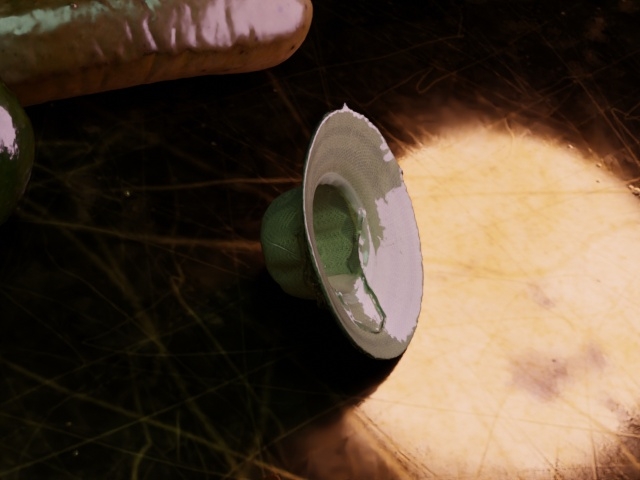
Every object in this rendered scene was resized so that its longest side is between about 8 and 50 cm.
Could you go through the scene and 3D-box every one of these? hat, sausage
[{"bbox_3d":[0.000,0.000,1.840,0.110,0.252,0.252,-12,43,27],"label":"hat"},{"bbox_3d":[-0.232,-0.209,1.924,0.501,0.136,0.123,-13,79,-26],"label":"sausage"}]

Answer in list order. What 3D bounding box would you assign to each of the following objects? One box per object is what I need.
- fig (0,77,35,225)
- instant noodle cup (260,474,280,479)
[{"bbox_3d":[-0.363,-0.061,1.731,0.195,0.195,0.245,10,44,-10],"label":"fig"},{"bbox_3d":[-0.002,0.326,1.530,0.182,0.230,0.230,22,49,-12],"label":"instant noodle cup"}]
